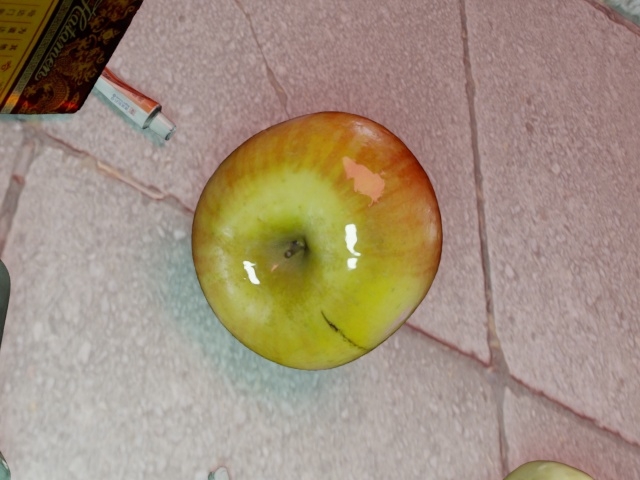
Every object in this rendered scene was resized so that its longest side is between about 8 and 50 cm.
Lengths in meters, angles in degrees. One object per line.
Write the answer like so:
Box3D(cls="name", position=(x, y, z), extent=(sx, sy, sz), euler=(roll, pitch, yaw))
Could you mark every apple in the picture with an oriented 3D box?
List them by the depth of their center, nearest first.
Box3D(cls="apple", position=(0.000, 0.000, 1.665), extent=(0.286, 0.286, 0.233), euler=(44, 15, 6))

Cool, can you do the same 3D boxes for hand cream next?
Box3D(cls="hand cream", position=(-0.262, -0.198, 1.865), extent=(0.216, 0.038, 0.052), euler=(40, 4, 6))

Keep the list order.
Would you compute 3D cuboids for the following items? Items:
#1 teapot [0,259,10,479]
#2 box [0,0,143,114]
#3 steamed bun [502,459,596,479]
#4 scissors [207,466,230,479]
Box3D(cls="teapot", position=(-0.340, 0.101, 1.271), extent=(0.171, 0.203, 0.225), euler=(-11, 57, -7))
Box3D(cls="box", position=(-0.381, -0.258, 1.591), extent=(0.415, 0.264, 0.115), euler=(-7, 51, -48))
Box3D(cls="steamed bun", position=(0.253, 0.374, 1.584), extent=(0.273, 0.166, 0.232), euler=(36, 44, 3))
Box3D(cls="scissors", position=(-0.074, 0.306, 1.445), extent=(0.101, 0.027, 0.204), euler=(16, 41, -36))
